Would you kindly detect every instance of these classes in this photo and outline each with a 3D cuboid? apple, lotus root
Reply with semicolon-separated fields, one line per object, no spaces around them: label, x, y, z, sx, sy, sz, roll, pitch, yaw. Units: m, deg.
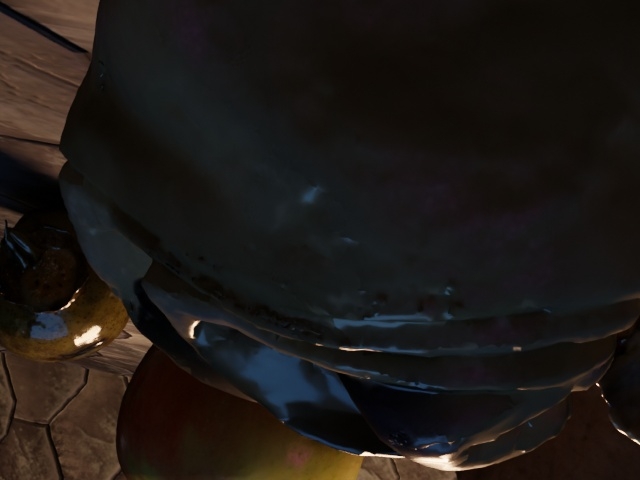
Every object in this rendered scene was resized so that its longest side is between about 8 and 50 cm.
apple;-0.094;0.220;1.503;0.319;0.277;0.319;16;159;6
lotus root;-0.244;0.042;1.109;0.154;0.154;0.278;13;167;-5

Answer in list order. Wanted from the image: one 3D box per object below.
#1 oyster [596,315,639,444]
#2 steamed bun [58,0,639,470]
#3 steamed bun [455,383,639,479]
oyster;0.314;0.104;0.764;0.396;0.204;0.111;38;132;-23
steamed bun;0.028;-0.008;0.522;0.275;0.206;0.320;0;167;36
steamed bun;0.285;0.178;0.982;0.301;0.251;0.199;32;-173;6
